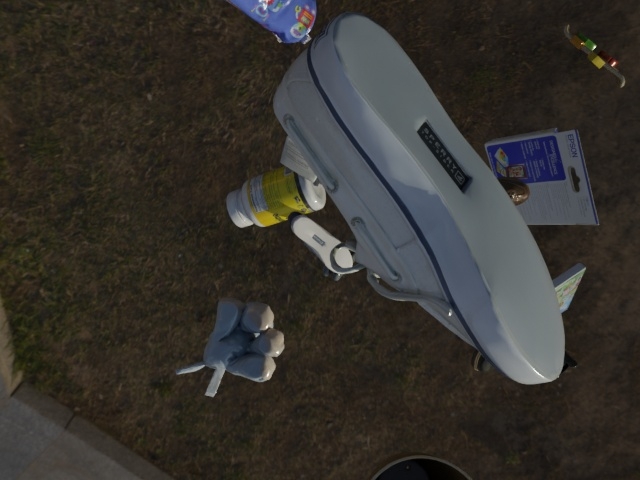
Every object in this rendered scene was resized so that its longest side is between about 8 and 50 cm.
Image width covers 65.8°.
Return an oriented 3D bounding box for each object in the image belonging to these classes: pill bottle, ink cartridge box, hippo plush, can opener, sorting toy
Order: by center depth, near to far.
[{"bbox_3d":[0.766,-0.522,1.374,0.229,0.307,0.041,46,123,4],"label":"sorting toy"},{"bbox_3d":[-0.209,0.301,1.438,0.234,0.236,0.294,32,94,10],"label":"hippo plush"},{"bbox_3d":[0.697,-0.193,1.551,0.072,0.307,0.304,-33,110,-33],"label":"ink cartridge box"},{"bbox_3d":[0.092,0.067,1.746,0.076,0.283,0.095,24,127,18],"label":"can opener"},{"bbox_3d":[-0.164,-0.159,1.803,0.333,0.188,0.188,-16,112,19],"label":"pill bottle"}]

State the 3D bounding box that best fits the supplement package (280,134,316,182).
[{"bbox_3d":[-0.027,-0.296,1.525,0.133,0.244,0.139,31,78,-4],"label":"supplement package"}]

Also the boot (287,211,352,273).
[{"bbox_3d":[0.000,0.000,1.195,0.069,0.086,0.190,-44,110,1],"label":"boot"}]

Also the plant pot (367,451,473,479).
[{"bbox_3d":[0.183,0.519,0.972,0.237,0.254,0.237,0,79,3],"label":"plant pot"}]

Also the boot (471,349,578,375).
[{"bbox_3d":[0.384,0.237,0.957,0.076,0.137,0.198,-10,140,-28],"label":"boot"}]

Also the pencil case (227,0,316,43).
[{"bbox_3d":[-0.149,-0.583,1.168,0.306,0.119,0.133,19,116,-38],"label":"pencil case"}]

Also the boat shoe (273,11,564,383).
[{"bbox_3d":[0.076,-0.010,0.468,0.367,0.136,0.156,51,138,-11],"label":"boat shoe"}]

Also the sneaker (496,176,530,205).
[{"bbox_3d":[0.309,-0.074,0.918,0.188,0.071,0.066,-1,126,-10],"label":"sneaker"}]

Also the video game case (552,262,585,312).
[{"bbox_3d":[0.532,0.165,1.191,0.212,0.023,0.193,-30,143,-12],"label":"video game case"}]
